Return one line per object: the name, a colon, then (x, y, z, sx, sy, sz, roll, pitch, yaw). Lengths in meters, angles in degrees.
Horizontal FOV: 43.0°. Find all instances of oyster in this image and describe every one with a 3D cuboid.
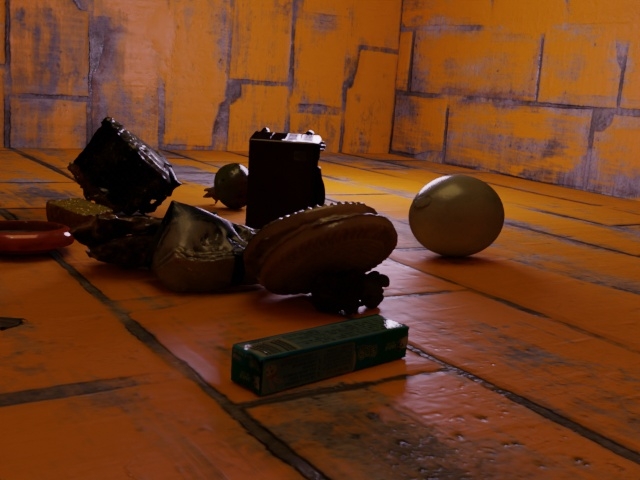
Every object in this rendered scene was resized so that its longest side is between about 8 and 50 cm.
oyster: (-0.307, 0.008, 1.514, 0.271, 0.100, 0.275, -1, -3, 24)

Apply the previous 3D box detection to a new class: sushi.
sushi: (-0.490, -0.160, 2.035, 0.234, 0.207, 0.348, 42, -2, -26)
sushi: (-0.160, 0.038, 1.433, 0.272, 0.134, 0.109, 15, 20, -24)

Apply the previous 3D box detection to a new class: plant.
plant: (0.054, 0.084, 1.352, 0.174, 0.085, 0.087, 0, 34, -45)

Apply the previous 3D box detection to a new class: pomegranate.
pomegranate: (-0.251, -0.140, 2.278, 0.129, 0.159, 0.129, 32, 29, -20)

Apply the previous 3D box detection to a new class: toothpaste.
toothpaste: (0.006, 0.146, 1.067, 0.266, 0.050, 0.065, -6, 15, -43)

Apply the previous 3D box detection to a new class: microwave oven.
microwave oven: (-0.084, -0.140, 1.985, 0.188, 0.247, 0.178, 2, 14, -3)

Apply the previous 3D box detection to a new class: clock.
clock: (-0.590, -0.005, 1.594, 0.205, 0.051, 0.205, 3, 10, -1)

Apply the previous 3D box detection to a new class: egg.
egg: (0.311, -0.056, 1.838, 0.253, 0.187, 0.186, 2, 10, -39)

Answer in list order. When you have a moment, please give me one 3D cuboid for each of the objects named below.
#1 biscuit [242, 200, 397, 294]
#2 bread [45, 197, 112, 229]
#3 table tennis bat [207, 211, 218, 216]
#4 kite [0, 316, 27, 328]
biscuit: (0.000, 0.015, 1.352, 0.259, 0.079, 0.259, -16, -22, -7)
bread: (-0.544, -0.054, 1.836, 0.187, 0.065, 0.103, 12, 12, 40)
table tennis bat: (-0.281, -0.032, 1.935, 0.154, 0.021, 0.274, 5, 13, 1)
kite: (-0.555, 0.124, 1.070, 0.335, 0.011, 0.314, -6, 15, -41)
